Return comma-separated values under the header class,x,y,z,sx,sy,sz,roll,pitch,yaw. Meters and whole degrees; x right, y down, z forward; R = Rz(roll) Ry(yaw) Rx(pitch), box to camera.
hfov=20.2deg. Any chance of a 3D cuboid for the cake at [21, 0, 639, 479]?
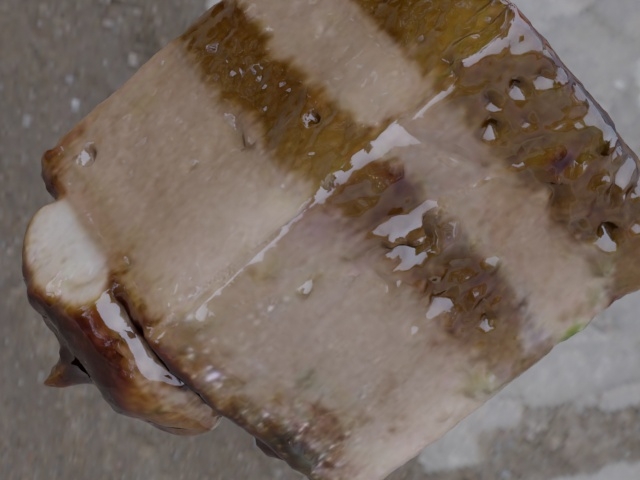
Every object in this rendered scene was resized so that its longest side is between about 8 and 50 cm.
class,x,y,z,sx,sy,sz,roll,pitch,yaw
cake,0.000,0.000,0.885,0.293,0.199,0.196,-41,42,1
